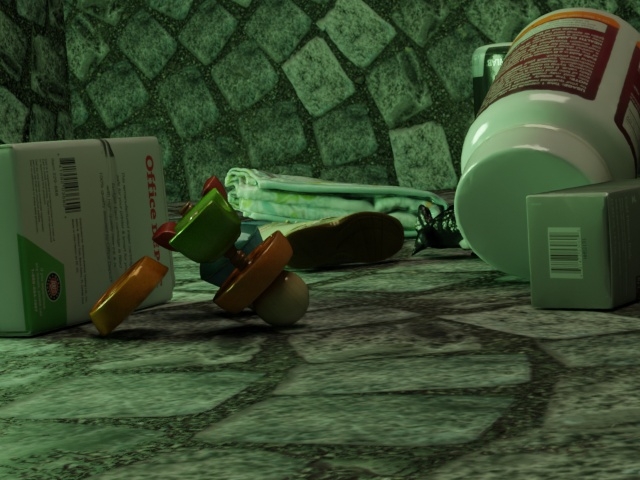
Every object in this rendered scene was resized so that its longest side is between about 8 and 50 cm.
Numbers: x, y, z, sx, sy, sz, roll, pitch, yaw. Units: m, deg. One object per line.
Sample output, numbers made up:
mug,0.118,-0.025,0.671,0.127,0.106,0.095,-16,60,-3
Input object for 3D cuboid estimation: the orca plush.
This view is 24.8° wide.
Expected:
orca plush,0.232,-0.058,2.112,0.151,0.102,0.287,-42,23,-28

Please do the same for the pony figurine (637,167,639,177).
pony figurine,0.535,-0.165,2.514,0.363,0.302,0.351,21,-24,-1

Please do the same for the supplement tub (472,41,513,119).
supplement tub,0.343,-0.156,2.310,0.194,0.316,0.193,-3,5,0

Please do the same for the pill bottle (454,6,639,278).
pill bottle,0.311,-0.131,1.904,0.224,0.224,0.392,-2,31,22

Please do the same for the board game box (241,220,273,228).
board game box,-0.110,-0.011,2.589,0.160,0.039,0.211,-3,5,-3

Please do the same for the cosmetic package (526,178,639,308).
cosmetic package,0.320,0.000,1.594,0.107,0.127,0.238,-1,7,37

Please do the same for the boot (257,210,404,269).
boot,0.000,0.000,2.154,0.213,0.077,0.165,-9,5,-28

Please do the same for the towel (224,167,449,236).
towel,0.019,-0.073,2.633,0.375,0.090,0.320,7,5,-10

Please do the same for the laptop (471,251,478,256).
laptop,0.397,0.011,2.083,0.264,0.136,0.234,22,-3,-19

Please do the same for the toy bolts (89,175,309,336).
toy bolts,-0.117,0.050,1.587,0.218,0.158,0.228,-43,10,11

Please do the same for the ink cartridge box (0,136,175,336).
ink cartridge box,-0.304,-0.011,1.706,0.122,0.211,0.289,-3,3,27
